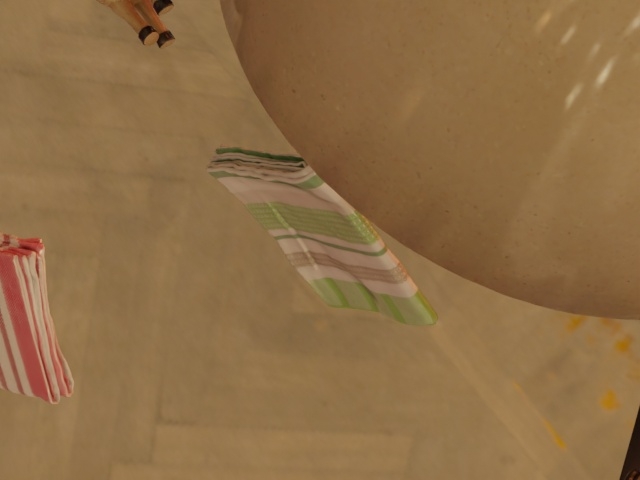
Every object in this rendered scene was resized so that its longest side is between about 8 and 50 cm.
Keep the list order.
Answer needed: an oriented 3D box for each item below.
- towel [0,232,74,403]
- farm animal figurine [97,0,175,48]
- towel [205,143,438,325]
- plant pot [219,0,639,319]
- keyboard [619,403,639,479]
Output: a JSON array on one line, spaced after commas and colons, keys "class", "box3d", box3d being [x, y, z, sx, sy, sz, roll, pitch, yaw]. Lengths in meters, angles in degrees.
[{"class": "towel", "box3d": [-0.274, 0.039, 1.025, 0.029, 0.197, 0.144, -51, 147, -44]}, {"class": "farm animal figurine", "box3d": [-0.110, -0.357, 1.286, 0.330, 0.327, 0.172, -37, 78, 2]}, {"class": "towel", "box3d": [0.000, 0.000, 0.905, 0.023, 0.113, 0.152, -51, 124, -20]}, {"class": "plant pot", "box3d": [0.125, -0.155, 0.443, 0.256, 0.256, 0.274, 5, 144, -19]}, {"class": "keyboard", "box3d": [0.094, 0.123, 0.433, 0.108, 0.023, 0.180, 69, 36, -48]}]
